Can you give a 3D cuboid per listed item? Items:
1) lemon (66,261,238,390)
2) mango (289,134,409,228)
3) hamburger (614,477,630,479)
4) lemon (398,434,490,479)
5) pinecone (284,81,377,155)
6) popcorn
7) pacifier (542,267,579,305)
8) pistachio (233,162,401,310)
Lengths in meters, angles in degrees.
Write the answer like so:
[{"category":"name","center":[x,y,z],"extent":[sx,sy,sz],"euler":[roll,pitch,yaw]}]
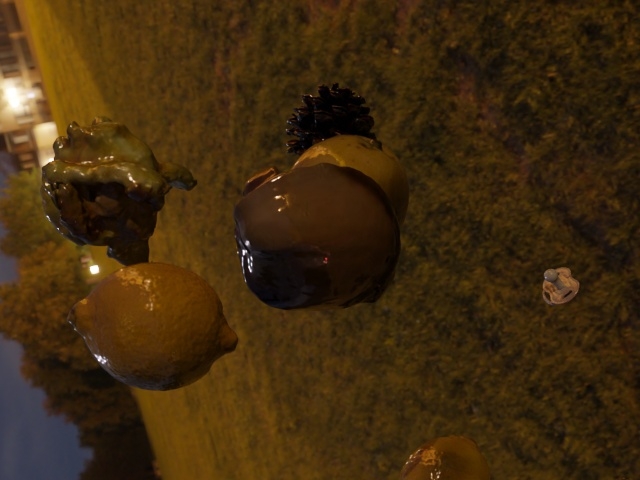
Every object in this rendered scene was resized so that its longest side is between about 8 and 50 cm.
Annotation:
[{"category":"lemon","center":[-0.239,0.123,1.135],"extent":[0.187,0.244,0.187],"euler":[8,-90,-89]},{"category":"mango","center":[0.037,-0.020,1.304],"extent":[0.182,0.253,0.365],"euler":[32,147,23]},{"category":"hamburger","center":[0.563,0.598,1.439],"extent":[0.158,0.318,0.319],"euler":[12,119,38]},{"category":"lemon","center":[0.286,0.566,1.819],"extent":[0.204,0.260,0.204],"euler":[33,153,19]},{"category":"pinecone","center":[0.025,-0.262,1.797],"extent":[0.221,0.221,0.221],"euler":[166,90,-74]},{"category":"popcorn","center":[-0.443,-0.117,1.716],"extent":[0.290,0.325,0.321],"euler":[54,155,20]},{"category":"pacifier","center":[0.495,0.091,1.648],"extent":[0.078,0.081,0.099],"euler":[42,-163,-31]},{"category":"pistachio","center":[0.000,0.000,0.797],"extent":[0.165,0.210,0.130],"euler":[-50,33,13]}]
